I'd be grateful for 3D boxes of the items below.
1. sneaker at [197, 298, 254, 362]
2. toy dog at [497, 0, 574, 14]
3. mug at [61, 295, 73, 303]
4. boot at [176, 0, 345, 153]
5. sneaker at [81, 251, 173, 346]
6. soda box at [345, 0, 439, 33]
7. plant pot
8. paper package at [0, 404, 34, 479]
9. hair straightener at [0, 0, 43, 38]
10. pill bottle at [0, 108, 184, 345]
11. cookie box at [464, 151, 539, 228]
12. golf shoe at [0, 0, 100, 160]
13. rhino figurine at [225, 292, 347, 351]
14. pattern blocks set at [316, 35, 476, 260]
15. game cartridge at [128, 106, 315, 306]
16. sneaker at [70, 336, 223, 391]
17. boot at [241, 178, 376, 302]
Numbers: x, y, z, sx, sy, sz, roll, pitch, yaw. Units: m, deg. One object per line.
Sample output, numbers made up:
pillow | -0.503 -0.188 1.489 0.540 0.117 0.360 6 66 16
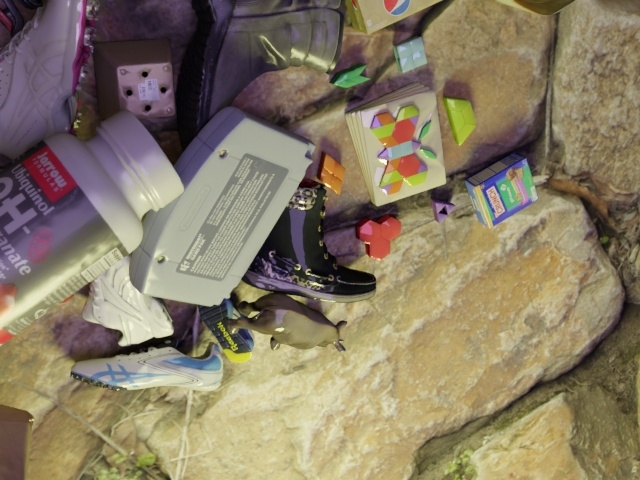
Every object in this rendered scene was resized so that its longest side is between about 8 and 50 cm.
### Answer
sneaker | -0.151 0.126 1.371 0.053 0.059 0.144 -18 107 22
toy dog | 0.349 -0.525 1.193 0.395 0.284 0.408 -1 112 -22
mug | -0.404 -0.005 1.171 0.150 0.113 0.169 -6 111 -52
boot | -0.076 -0.257 1.213 0.223 0.118 0.338 3 110 -27
sneaker | -0.311 0.071 1.261 0.115 0.090 0.232 -27 117 -7
soda box | 0.130 -0.378 1.282 0.181 0.058 0.061 -27 118 -10
plant pot | -0.248 -0.214 1.168 0.109 0.096 0.109 -8 113 -19
paper package | -0.593 0.311 1.116 0.325 0.168 0.309 21 140 -29
hair straightener | -0.408 -0.339 1.081 0.089 0.047 0.230 -40 120 -3
pill bottle | -0.334 -0.021 1.052 0.318 0.176 0.176 -37 119 -12
cookie box | 0.317 -0.088 1.483 0.107 0.040 0.092 -30 119 -8
golf shoe | -0.364 -0.220 1.081 0.140 0.115 0.306 14 123 -14
rhino figurine | -0.034 0.142 1.380 0.243 0.106 0.073 27 56 -48
pattern blocks set | 0.129 -0.151 1.389 0.285 0.026 0.325 -33 118 -8
game cartridge | -0.146 -0.043 1.215 0.196 0.060 0.294 15 111 -54
sneaker | -0.271 0.195 1.338 0.237 0.085 0.086 2 83 -20
boot | 0.000 0.000 1.360 0.236 0.085 0.178 9 105 -21
